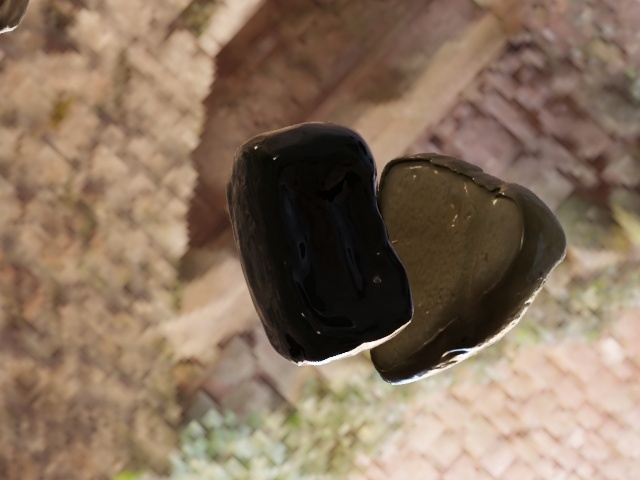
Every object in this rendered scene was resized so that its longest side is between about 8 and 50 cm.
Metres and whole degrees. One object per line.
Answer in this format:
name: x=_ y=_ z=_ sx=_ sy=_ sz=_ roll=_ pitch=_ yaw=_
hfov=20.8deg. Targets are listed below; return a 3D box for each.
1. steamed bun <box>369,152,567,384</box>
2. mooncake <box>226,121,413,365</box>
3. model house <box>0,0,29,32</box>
steamed bun: x=0.147 y=0.025 z=1.655 sx=0.110 sy=0.231 sz=0.212 roll=14 pitch=167 yaw=-40
mooncake: x=0.000 y=0.000 z=1.221 sx=0.168 sy=0.104 sz=0.175 roll=-117 pitch=16 yaw=-54
model house: x=-0.353 y=-0.074 z=1.079 sx=0.194 sy=0.325 sz=0.267 roll=32 pitch=-146 yaw=23
